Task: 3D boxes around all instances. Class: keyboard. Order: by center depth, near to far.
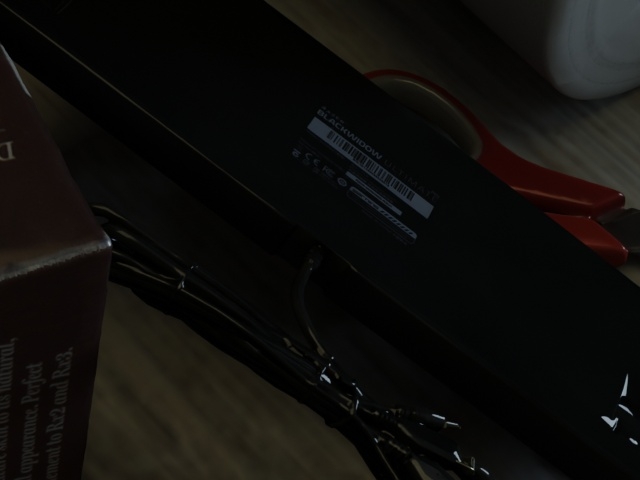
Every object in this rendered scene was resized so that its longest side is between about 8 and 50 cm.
[{"bbox_3d":[0.000,0.000,0.608,0.317,0.033,0.201,36,34,-3],"label":"keyboard"}]

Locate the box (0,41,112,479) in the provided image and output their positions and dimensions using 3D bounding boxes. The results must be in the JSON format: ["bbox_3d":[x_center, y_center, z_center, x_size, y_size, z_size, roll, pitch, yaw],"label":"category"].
[{"bbox_3d":[-0.189,-0.002,0.557,0.167,0.168,0.203,-18,60,-25],"label":"box"}]

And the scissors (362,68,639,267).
[{"bbox_3d":[0.128,0.005,0.715,0.297,0.021,0.109,18,51,1],"label":"scissors"}]

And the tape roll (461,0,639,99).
[{"bbox_3d":[0.129,-0.204,0.727,0.246,0.246,0.169,-30,64,-29],"label":"tape roll"}]
